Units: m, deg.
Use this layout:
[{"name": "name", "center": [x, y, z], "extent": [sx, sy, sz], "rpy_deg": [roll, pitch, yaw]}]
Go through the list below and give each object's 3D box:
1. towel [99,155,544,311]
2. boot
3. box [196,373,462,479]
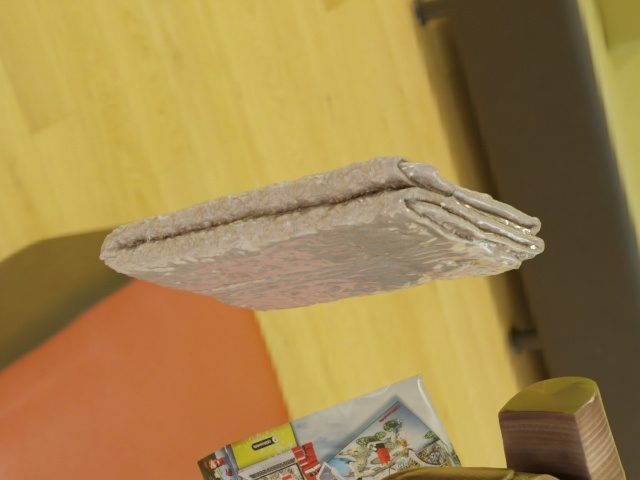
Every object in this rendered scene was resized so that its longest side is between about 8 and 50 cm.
[{"name": "towel", "center": [0.000, 0.000, 0.996], "extent": [0.187, 0.282, 0.049], "rpy_deg": [21, 64, -50]}, {"name": "boot", "center": [0.121, 0.239, 0.898], "extent": [0.283, 0.109, 0.220], "rpy_deg": [-29, 110, -51]}, {"name": "box", "center": [0.026, 0.216, 1.142], "extent": [0.233, 0.044, 0.159], "rpy_deg": [-14, 76, -43]}]
